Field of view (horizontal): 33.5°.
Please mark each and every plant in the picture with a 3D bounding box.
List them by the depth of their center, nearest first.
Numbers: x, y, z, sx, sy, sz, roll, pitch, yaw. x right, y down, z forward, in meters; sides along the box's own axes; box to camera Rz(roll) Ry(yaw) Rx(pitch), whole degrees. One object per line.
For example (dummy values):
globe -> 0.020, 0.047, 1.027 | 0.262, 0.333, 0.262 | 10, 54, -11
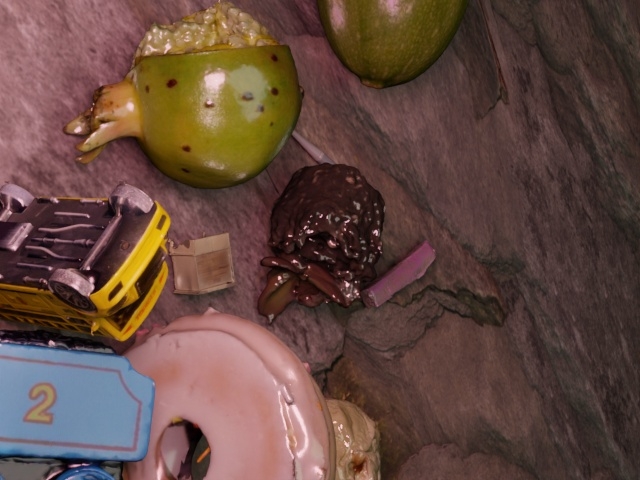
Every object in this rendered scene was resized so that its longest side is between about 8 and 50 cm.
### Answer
plant -> 0.000, 0.000, 1.690 | 0.178, 0.204, 0.234 | 49, 51, -32

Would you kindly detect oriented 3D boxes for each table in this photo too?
table -> -0.177, 0.032, 1.582 | 0.079, 0.062, 0.083 | -14, 101, -46

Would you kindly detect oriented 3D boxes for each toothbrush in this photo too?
toothbrush -> 0.013, -0.134, 1.811 | 0.342, 0.030, 0.025 | 41, 66, -42

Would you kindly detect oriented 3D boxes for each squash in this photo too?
squash -> 0.138, -0.409, 1.752 | 0.310, 0.310, 0.308 | -15, 104, -46

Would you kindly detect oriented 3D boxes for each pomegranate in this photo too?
pomegranate -> -0.179, -0.185, 1.456 | 0.341, 0.260, 0.260 | -20, 107, -15

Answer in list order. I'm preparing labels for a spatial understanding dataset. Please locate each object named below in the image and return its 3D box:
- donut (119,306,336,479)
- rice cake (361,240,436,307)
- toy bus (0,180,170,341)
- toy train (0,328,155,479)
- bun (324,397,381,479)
donut -> -0.147, 0.285, 1.414 | 0.142, 0.383, 0.382 | 23, 73, -64
rice cake -> 0.146, 0.062, 1.957 | 0.207, 0.036, 0.047 | -34, 110, -41
toy bus -> -0.299, 0.031, 1.255 | 0.152, 0.330, 0.144 | 54, 54, -37
toy train -> -0.357, 0.238, 1.276 | 0.300, 0.188, 0.265 | 10, 80, -31
bun -> 0.027, 0.366, 1.758 | 0.220, 0.134, 0.220 | -3, 93, -47
